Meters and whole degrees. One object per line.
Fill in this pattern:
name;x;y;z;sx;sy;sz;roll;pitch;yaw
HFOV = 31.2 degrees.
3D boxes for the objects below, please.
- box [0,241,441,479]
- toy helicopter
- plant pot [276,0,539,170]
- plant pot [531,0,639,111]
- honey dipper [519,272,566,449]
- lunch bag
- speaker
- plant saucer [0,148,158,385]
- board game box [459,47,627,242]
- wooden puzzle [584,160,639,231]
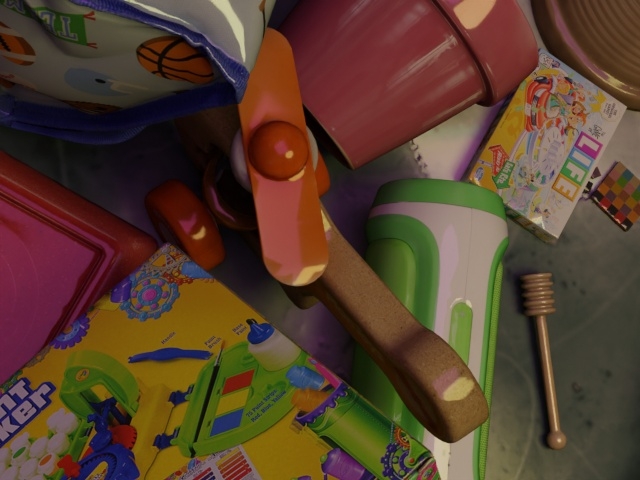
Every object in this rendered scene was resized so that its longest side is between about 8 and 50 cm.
box;-0.105;0.205;0.799;0.290;0.177;0.279;-42;54;-17
toy helicopter;0.000;0.000;0.851;0.140;0.235;0.355;-34;63;-18
plant pot;0.054;-0.164;0.975;0.180;0.201;0.201;-41;92;-2
plant pot;0.331;-0.250;1.097;0.237;0.110;0.237;2;81;-15
honey dipper;0.205;0.110;1.043;0.031;0.030;0.160;-4;83;-15
lunch bag;-0.156;-0.254;0.833;0.239;0.385;0.327;29;73;-29
speaker;0.086;0.104;0.957;0.131;0.131;0.296;10;78;-13
plant saucer;-0.297;0.044;0.911;0.258;0.048;0.259;30;75;-8
board game box;0.210;-0.090;1.079;0.103;0.026;0.154;32;74;-8
wooden puzzle;0.290;-0.043;1.103;0.083;0.006;0.049;43;73;-4
